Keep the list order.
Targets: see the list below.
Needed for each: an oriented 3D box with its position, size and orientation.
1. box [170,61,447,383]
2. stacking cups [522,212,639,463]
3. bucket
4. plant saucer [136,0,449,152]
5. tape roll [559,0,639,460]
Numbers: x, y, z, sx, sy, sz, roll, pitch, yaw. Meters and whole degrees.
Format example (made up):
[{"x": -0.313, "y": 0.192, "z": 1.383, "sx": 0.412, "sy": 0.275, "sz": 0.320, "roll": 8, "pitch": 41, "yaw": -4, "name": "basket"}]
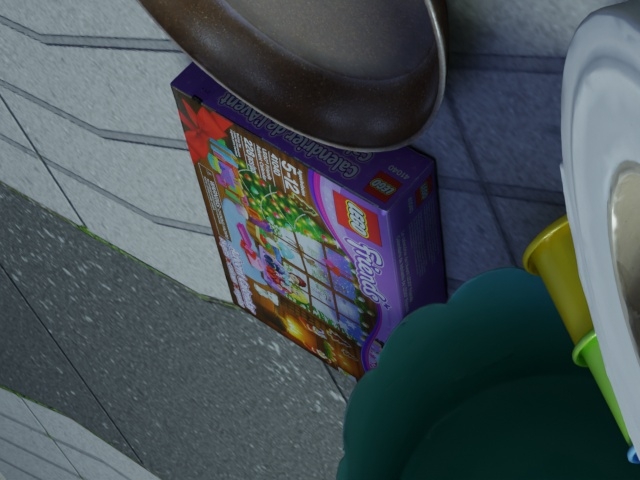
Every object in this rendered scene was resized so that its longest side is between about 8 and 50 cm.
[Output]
[{"x": 0.000, "y": 0.000, "z": 1.200, "sx": 0.201, "sy": 0.057, "sz": 0.293, "roll": 31, "pitch": 154, "yaw": 26, "name": "box"}, {"x": 0.211, "y": 0.129, "z": 0.843, "sx": 0.096, "sy": 0.096, "sz": 0.316, "roll": 106, "pitch": 145, "yaw": -65, "name": "stacking cups"}, {"x": 0.149, "y": 0.164, "z": 0.976, "sx": 0.281, "sy": 0.281, "sz": 0.183, "roll": 35, "pitch": 164, "yaw": 19, "name": "bucket"}, {"x": -0.037, "y": -0.185, "z": 0.949, "sx": 0.310, "sy": 0.050, "sz": 0.311, "roll": 36, "pitch": 157, "yaw": 17, "name": "plant saucer"}, {"x": 0.196, "y": 0.024, "z": 0.682, "sx": 0.286, "sy": 0.100, "sz": 0.286, "roll": 164, "pitch": 90, "yaw": -86, "name": "tape roll"}]
